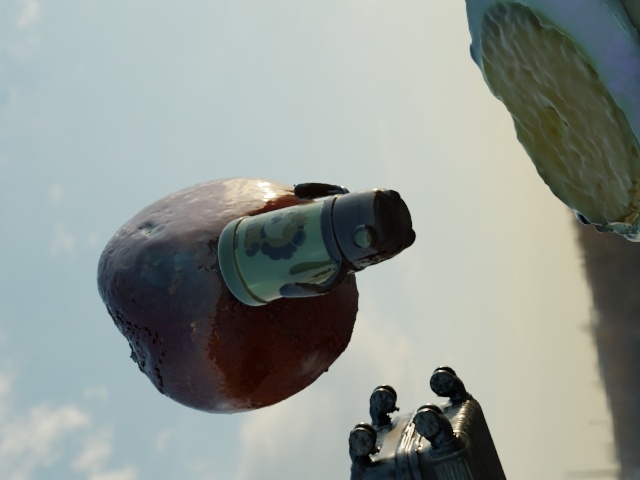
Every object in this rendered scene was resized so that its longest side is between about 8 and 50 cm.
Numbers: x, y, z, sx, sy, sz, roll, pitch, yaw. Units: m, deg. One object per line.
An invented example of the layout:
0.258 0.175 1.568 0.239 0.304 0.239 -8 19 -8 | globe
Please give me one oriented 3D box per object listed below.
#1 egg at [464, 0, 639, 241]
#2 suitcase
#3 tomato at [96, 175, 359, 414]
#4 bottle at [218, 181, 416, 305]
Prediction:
0.253 -0.148 1.109 0.286 0.174 0.264 62 166 0 | egg
0.132 0.297 1.376 0.202 0.128 0.312 -41 -68 -77 | suitcase
-0.070 0.021 0.965 0.189 0.173 0.099 59 -179 27 | tomato
0.000 -0.002 0.700 0.047 0.101 0.063 11 -114 -57 | bottle
